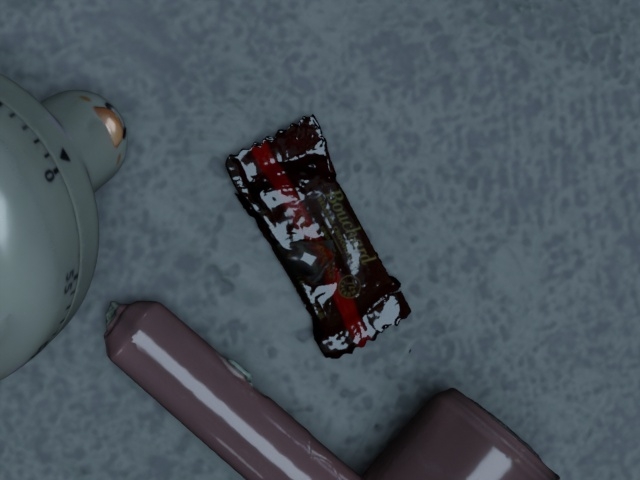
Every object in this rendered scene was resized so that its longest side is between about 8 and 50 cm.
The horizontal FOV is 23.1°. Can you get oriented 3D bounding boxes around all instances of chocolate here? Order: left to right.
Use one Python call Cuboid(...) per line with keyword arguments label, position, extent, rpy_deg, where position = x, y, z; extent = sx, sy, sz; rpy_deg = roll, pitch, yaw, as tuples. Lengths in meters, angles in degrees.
Cuboid(label="chocolate", position=(0.000, 0.000, 1.192), extent=(0.086, 0.028, 0.182), rpy_deg=(-27, 99, -9))

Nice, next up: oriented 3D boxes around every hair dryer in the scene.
Cuboid(label="hair dryer", position=(-0.011, 0.148, 1.170), extent=(0.352, 0.125, 0.210), rpy_deg=(41, 87, -6))

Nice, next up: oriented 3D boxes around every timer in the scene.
Cuboid(label="timer", position=(-0.258, -0.017, 1.079), extent=(0.233, 0.240, 0.233), rpy_deg=(6, 111, 15))
